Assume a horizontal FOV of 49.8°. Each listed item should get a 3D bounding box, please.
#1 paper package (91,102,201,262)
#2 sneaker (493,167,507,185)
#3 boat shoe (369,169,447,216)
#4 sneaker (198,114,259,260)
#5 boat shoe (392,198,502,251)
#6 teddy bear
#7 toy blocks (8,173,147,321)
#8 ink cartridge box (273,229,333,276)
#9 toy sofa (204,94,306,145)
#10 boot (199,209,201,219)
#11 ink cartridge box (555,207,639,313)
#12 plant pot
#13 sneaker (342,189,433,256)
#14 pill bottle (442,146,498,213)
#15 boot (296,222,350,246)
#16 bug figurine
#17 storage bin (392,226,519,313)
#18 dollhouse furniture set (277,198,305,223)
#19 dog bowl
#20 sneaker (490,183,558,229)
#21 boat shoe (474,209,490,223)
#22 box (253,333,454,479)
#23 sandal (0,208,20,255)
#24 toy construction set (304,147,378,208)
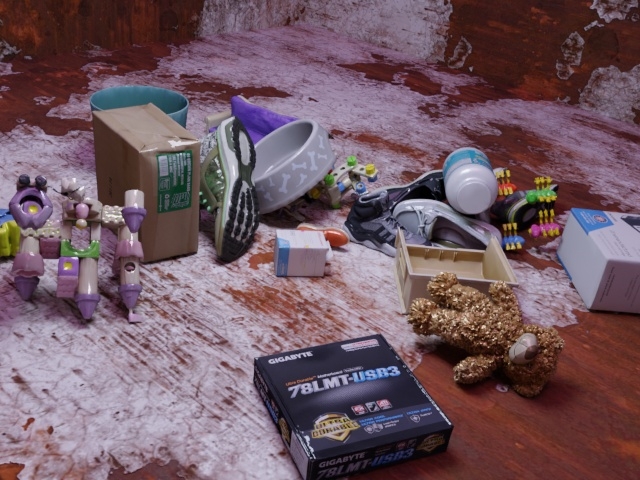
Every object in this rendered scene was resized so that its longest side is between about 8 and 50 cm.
[{"bbox_3d":[-0.449,-0.152,1.783,0.168,0.325,0.309,-17,38,-35],"label":"paper package"},{"bbox_3d":[0.565,-0.199,2.343,0.095,0.090,0.235,13,27,30],"label":"sneaker"},{"bbox_3d":[0.310,-0.128,2.112,0.340,0.127,0.113,-11,35,-27],"label":"boat shoe"},{"bbox_3d":[-0.276,-0.130,1.869,0.182,0.158,0.410,-12,64,23],"label":"sneaker"},{"bbox_3d":[0.354,-0.028,1.957,0.320,0.118,0.103,22,27,12],"label":"boat shoe"},{"bbox_3d":[0.354,0.191,1.498,0.245,0.113,0.338,-30,56,-19],"label":"teddy bear"},{"bbox_3d":[-0.523,0.044,1.500,0.288,0.309,0.260,4,71,-22],"label":"toy blocks"},{"bbox_3d":[-0.045,0.033,1.779,0.143,0.090,0.092,3,30,-10],"label":"ink cartridge box"},{"bbox_3d":[-0.217,-0.360,2.354,0.362,0.177,0.150,24,33,27],"label":"toy sofa"},{"bbox_3d":[-0.355,-0.130,1.995,0.207,0.094,0.246,-22,34,-35],"label":"boot"},{"bbox_3d":[0.887,0.060,1.862,0.395,0.166,0.285,5,30,-4],"label":"ink cartridge box"},{"bbox_3d":[-0.561,-0.326,2.155,0.293,0.235,0.293,5,29,-3],"label":"plant pot"},{"bbox_3d":[0.192,-0.049,1.914,0.268,0.153,0.101,18,31,18],"label":"sneaker"},{"bbox_3d":[0.429,-0.165,1.979,0.146,0.146,0.264,9,25,3],"label":"pill bottle"},{"bbox_3d":[0.000,0.000,1.890,0.158,0.059,0.084,6,31,16],"label":"boot"},{"bbox_3d":[0.594,-0.078,2.034,0.216,0.072,0.279,-4,57,12],"label":"bug figurine"},{"bbox_3d":[0.329,0.078,1.751,0.262,0.123,0.260,5,29,-4],"label":"storage bin"},{"bbox_3d":[-0.054,-0.099,2.037,0.081,0.091,0.114,33,33,13],"label":"dollhouse furniture set"},{"bbox_3d":[-0.114,-0.229,2.040,0.349,0.102,0.349,-28,28,17],"label":"dog bowl"},{"bbox_3d":[0.663,-0.129,2.215,0.300,0.111,0.121,-19,35,-41],"label":"sneaker"},{"bbox_3d":[0.479,-0.126,2.198,0.081,0.079,0.227,-26,45,20],"label":"boat shoe"},{"bbox_3d":[0.054,0.311,1.331,0.295,0.073,0.293,-6,33,-23],"label":"box"},{"bbox_3d":[-0.831,-0.007,1.660,0.317,0.126,0.138,-9,28,-42],"label":"sandal"},{"bbox_3d":[0.025,-0.218,2.181,0.215,0.151,0.327,-28,30,-10],"label":"toy construction set"}]
